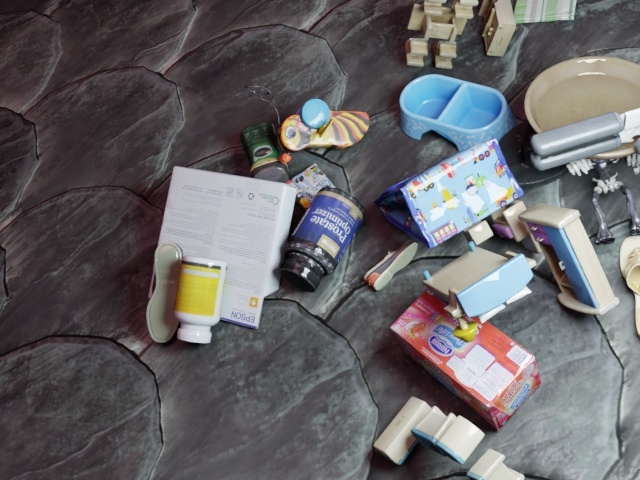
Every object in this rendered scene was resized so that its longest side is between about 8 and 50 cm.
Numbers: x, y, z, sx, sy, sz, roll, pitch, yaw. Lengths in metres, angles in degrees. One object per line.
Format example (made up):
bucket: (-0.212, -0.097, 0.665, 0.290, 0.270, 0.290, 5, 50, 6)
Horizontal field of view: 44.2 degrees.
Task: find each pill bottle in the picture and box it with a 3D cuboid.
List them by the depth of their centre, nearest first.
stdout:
pill bottle: (-0.267, 0.129, 1.740, 0.103, 0.103, 0.184, 8, 88, 26)
pill bottle: (0.000, 0.000, 1.740, 0.122, 0.123, 0.219, 17, 65, 30)

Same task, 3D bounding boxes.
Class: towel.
towel: (0.568, -0.591, 1.989, 0.152, 0.023, 0.113, 2, 56, 26)

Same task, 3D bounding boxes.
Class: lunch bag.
lunch bag: (0.249, -0.105, 1.663, 0.221, 0.138, 0.293, -29, 10, -7)

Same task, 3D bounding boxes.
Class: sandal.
sandal: (0.612, 0.071, 1.471, 0.088, 0.079, 0.240, -6, 55, 18)
sandal: (0.558, -0.261, 1.705, 0.445, 0.107, 0.168, -28, 51, 2)

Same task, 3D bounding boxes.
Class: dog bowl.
dog bowl: (0.314, -0.304, 1.855, 0.297, 0.074, 0.166, 24, 68, 32)

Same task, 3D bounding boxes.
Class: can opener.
can opener: (0.523, -0.179, 1.409, 0.283, 0.076, 0.095, -17, 48, -1)

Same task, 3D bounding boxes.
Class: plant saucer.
plant saucer: (0.540, -0.256, 1.540, 0.277, 0.041, 0.278, -5, 52, 6)

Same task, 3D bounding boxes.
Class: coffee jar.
coffee jar: (-0.138, -0.206, 1.966, 0.096, 0.079, 0.184, -17, 52, 1)

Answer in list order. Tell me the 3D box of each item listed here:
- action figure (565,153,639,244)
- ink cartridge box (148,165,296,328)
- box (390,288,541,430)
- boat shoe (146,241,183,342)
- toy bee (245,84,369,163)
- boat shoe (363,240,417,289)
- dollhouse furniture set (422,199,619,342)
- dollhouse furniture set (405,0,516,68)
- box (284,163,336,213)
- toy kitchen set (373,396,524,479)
action figure: (0.565, -0.140, 1.552, 0.164, 0.141, 0.276, -15, 78, 9)
ink cartridge box: (-0.231, 0.010, 1.830, 0.324, 0.071, 0.330, 12, 92, 28)
box: (0.271, 0.215, 1.481, 0.128, 0.123, 0.257, -44, 52, -12)
boat shoe: (-0.348, 0.119, 1.806, 0.081, 0.069, 0.228, 6, 88, 0)
toy bee: (-0.039, -0.257, 1.908, 0.298, 0.195, 0.162, 10, 86, 8)
boat shoe: (0.152, 0.047, 1.696, 0.137, 0.049, 0.043, -45, 51, -6)
dollhouse furniture set: (0.337, 0.091, 1.480, 0.303, 0.198, 0.286, -31, 15, -10)
dollhouse furniture set: (0.338, -0.555, 1.940, 0.242, 0.212, 0.161, 4, 56, -7)
box: (-0.015, -0.114, 1.886, 0.094, 0.027, 0.137, -33, 51, -4)
toy kitchen set: (0.227, 0.398, 1.414, 0.122, 0.166, 0.207, -48, 17, -14)
